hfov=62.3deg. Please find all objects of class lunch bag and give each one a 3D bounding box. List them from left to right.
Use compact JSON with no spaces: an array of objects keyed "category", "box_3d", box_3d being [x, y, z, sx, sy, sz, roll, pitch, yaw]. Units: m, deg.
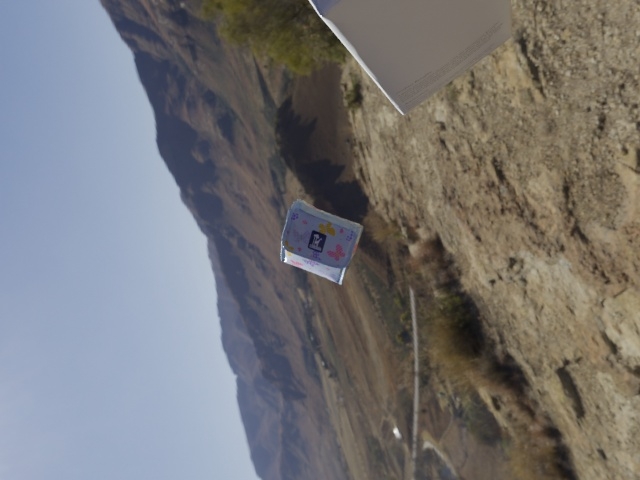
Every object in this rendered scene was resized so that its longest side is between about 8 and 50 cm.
[{"category":"lunch bag","box_3d":[0.000,0.000,0.510,0.083,0.071,0.053,104,-171,-61]}]

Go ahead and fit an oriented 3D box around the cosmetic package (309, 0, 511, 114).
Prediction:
[{"category":"cosmetic package","box_3d":[0.101,-0.300,0.615,0.155,0.197,0.365,60,-165,13]}]
